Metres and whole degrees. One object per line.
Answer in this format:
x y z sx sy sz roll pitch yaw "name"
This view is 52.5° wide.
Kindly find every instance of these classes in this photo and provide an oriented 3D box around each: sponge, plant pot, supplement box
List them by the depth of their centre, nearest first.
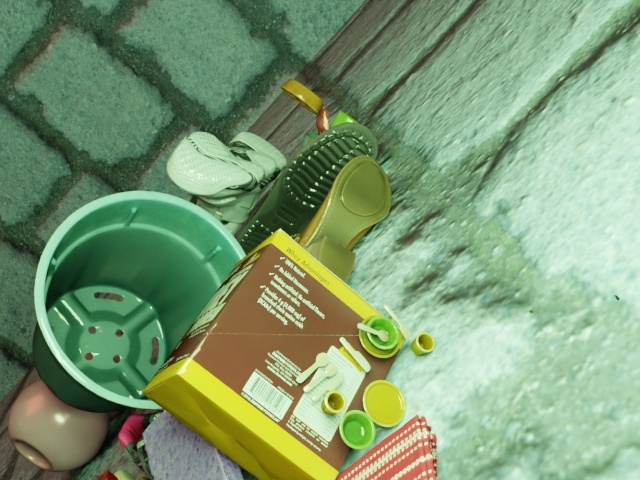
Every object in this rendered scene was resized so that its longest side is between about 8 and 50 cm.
-0.047 0.133 0.709 0.129 0.191 0.194 -35 18 55 "supplement box"
-0.144 0.286 0.762 0.117 0.031 0.210 -44 51 19 "sponge"
-0.329 0.141 1.102 0.334 0.341 0.341 -36 21 51 "plant pot"

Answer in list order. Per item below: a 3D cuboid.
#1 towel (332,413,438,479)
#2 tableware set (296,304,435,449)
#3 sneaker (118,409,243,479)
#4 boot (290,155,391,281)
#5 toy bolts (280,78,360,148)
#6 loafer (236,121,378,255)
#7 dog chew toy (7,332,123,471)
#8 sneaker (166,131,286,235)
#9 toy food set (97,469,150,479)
0.032 0.288 0.517 0.199 0.031 0.275 -44 17 21 "towel"
0.058 0.135 0.663 0.154 0.104 0.024 -33 -12 -35 "tableware set"
-0.191 0.291 0.893 0.299 0.112 0.120 -25 30 50 "sneaker"
0.000 0.000 1.082 0.220 0.109 0.283 -33 31 50 "boot"
-0.026 -0.224 1.438 0.158 0.218 0.228 -54 0 3 "toy bolts"
-0.036 -0.102 1.281 0.366 0.134 0.130 -42 17 22 "loafer"
-0.519 0.338 1.437 0.207 0.206 0.332 -30 17 44 "dog chew toy"
-0.197 -0.083 1.205 0.210 0.137 0.366 -54 -6 19 "sneaker"
-0.286 0.397 0.887 0.104 0.111 0.232 -49 16 -9 "toy food set"
